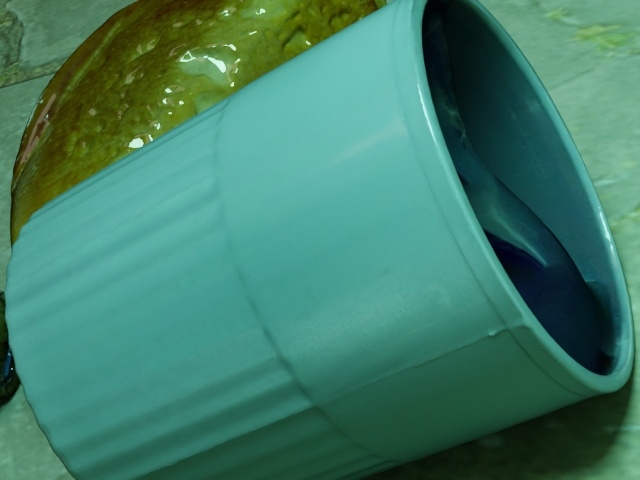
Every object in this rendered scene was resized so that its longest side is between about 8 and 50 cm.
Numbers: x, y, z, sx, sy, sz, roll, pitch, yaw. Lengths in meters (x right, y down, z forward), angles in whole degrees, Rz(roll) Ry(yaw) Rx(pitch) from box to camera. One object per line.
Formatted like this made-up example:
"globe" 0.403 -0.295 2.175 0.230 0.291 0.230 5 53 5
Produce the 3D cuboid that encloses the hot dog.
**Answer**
"hot dog" -0.115 -0.072 1.275 0.223 0.185 0.405 5 52 48

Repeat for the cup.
"cup" -0.011 -0.005 0.982 0.311 0.256 0.331 -26 57 24

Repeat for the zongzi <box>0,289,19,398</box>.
"zongzi" -0.363 0.090 1.446 0.260 0.289 0.123 3 85 10
